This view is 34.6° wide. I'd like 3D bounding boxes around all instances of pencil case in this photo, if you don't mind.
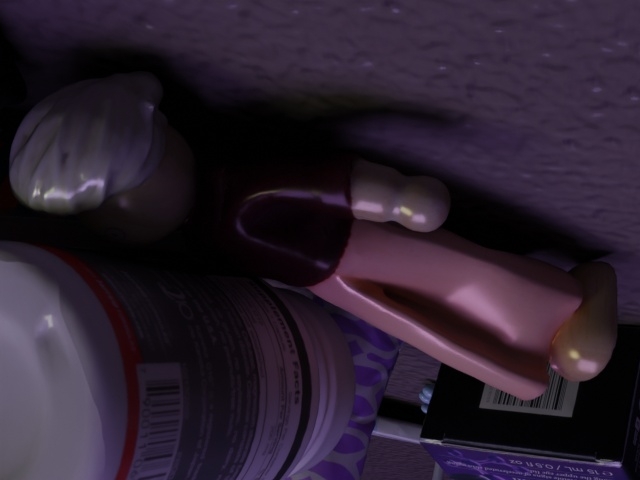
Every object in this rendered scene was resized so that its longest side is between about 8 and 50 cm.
[{"bbox_3d":[0.006,0.140,0.784,0.088,0.206,0.086,27,169,-36],"label":"pencil case"}]

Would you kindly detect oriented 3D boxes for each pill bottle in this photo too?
[{"bbox_3d":[-0.101,0.089,0.610,0.161,0.161,0.283,3,177,27],"label":"pill bottle"}]

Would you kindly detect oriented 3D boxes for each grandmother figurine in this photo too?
[{"bbox_3d":[0.000,0.000,0.570,0.342,0.104,0.208,19,152,-19],"label":"grandmother figurine"}]

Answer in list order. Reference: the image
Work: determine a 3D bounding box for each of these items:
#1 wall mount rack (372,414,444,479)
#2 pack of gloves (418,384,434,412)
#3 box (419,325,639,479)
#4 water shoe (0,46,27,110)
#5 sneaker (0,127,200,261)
[{"bbox_3d":[0.050,0.243,1.056,0.350,0.130,0.304,12,170,-1],"label":"wall mount rack"},{"bbox_3d":[0.218,0.171,0.961,0.232,0.046,0.195,33,154,-16],"label":"pack of gloves"},{"bbox_3d":[0.191,0.158,0.786,0.153,0.108,0.207,-1,144,34],"label":"box"},{"bbox_3d":[-0.212,-0.016,0.522,0.073,0.203,0.080,24,173,25],"label":"water shoe"},{"bbox_3d":[-0.206,-0.030,0.646,0.302,0.121,0.108,6,152,-38],"label":"sneaker"}]
